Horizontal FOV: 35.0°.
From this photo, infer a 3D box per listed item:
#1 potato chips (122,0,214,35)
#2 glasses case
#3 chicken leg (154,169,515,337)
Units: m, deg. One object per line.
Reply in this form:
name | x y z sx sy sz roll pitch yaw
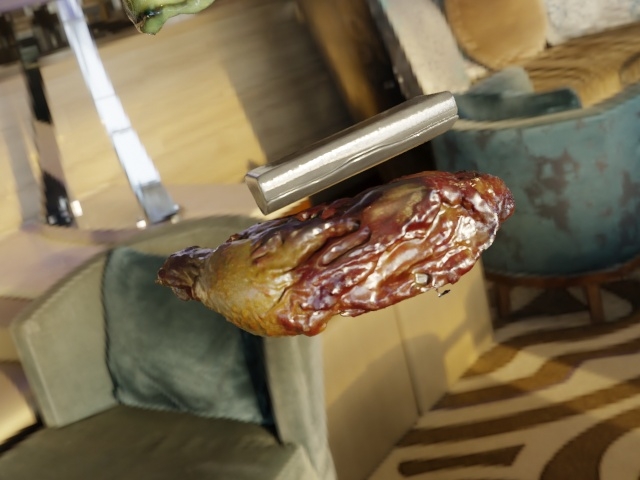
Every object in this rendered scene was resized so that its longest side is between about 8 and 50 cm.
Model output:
potato chips | -0.066 -0.355 0.756 0.097 0.373 0.389 12 35 -16
glasses case | 0.027 -0.079 0.896 0.190 0.042 0.072 -25 3 -13
chicken leg | -0.004 0.006 0.819 0.322 0.083 0.177 -20 19 12
